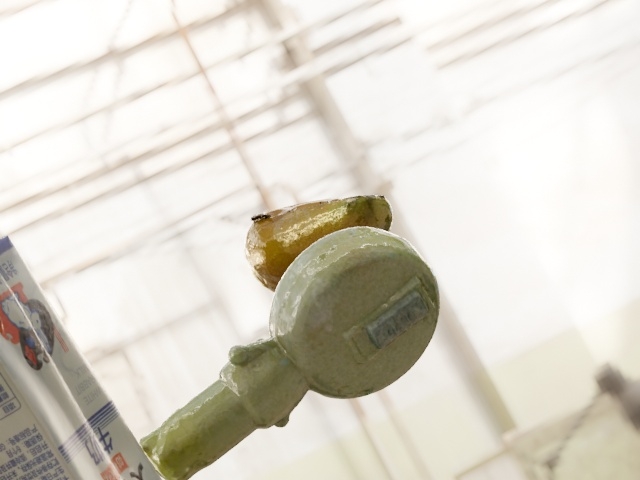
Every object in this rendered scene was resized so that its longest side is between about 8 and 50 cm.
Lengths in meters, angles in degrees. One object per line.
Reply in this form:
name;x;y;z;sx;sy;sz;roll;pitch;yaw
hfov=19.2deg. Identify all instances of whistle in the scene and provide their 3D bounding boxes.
whistle;-0.015;0.072;1.089;0.198;0.057;0.104;-38;-50;-12

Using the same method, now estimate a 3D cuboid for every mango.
mango;0.000;0.000;1.533;0.101;0.066;0.187;3;-19;-32

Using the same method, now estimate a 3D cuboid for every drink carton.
drink carton;-0.230;0.162;1.522;0.106;0.315;0.130;-31;4;22
